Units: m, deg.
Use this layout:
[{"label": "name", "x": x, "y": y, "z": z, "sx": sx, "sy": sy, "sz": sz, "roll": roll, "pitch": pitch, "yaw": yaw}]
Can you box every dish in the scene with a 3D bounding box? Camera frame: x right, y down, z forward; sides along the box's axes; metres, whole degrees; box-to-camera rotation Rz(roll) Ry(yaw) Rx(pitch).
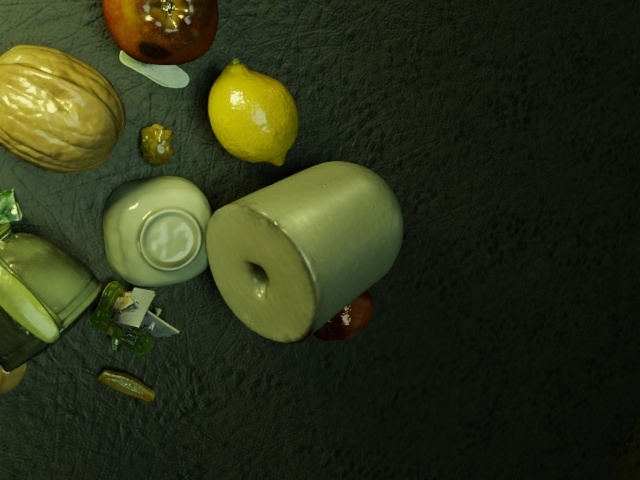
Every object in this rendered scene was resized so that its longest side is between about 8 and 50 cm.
[{"label": "dish", "x": -0.328, "y": -0.011, "z": 1.479, "sx": 0.256, "sy": 0.117, "sz": 0.256, "roll": -6, "pitch": 104, "yaw": -25}]

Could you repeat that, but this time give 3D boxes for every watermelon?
[{"label": "watermelon", "x": -0.601, "y": -0.052, "z": 1.370, "sx": 0.085, "sy": 0.085, "sz": 0.061, "roll": -59, "pitch": 153, "yaw": -4}]

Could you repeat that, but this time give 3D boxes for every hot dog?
[{"label": "hot dog", "x": -0.423, "y": 0.317, "z": 1.552, "sx": 0.137, "sy": 0.028, "sz": 0.044, "roll": 32, "pitch": 112, "yaw": -26}]

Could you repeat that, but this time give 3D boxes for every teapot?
[{"label": "teapot", "x": -0.569, "y": 0.103, "z": 1.281, "sx": 0.239, "sy": 0.321, "sz": 0.239, "roll": -37, "pitch": 107, "yaw": 11}]

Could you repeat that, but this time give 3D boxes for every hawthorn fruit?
[{"label": "hawthorn fruit", "x": 0.055, "y": 0.159, "z": 1.696, "sx": 0.194, "sy": 0.157, "sz": 0.157, "roll": -8, "pitch": 105, "yaw": -46}]

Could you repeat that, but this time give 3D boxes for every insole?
[{"label": "insole", "x": -0.343, "y": -0.357, "z": 1.462, "sx": 0.152, "sy": 0.002, "sz": 0.053, "roll": 23, "pitch": 90, "yaw": -29}]

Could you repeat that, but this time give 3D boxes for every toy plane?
[{"label": "toy plane", "x": -0.432, "y": 0.179, "z": 1.507, "sx": 0.102, "sy": 0.040, "sz": 0.111, "roll": 17, "pitch": 74, "yaw": -27}]

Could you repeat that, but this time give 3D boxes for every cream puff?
[{"label": "cream puff", "x": -0.338, "y": -0.199, "z": 1.466, "sx": 0.083, "sy": 0.058, "sz": 0.083, "roll": 38, "pitch": 84, "yaw": -26}]

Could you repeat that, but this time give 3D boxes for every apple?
[{"label": "apple", "x": -0.301, "y": -0.448, "z": 1.346, "sx": 0.230, "sy": 0.230, "sz": 0.230, "roll": -6, "pitch": 103, "yaw": -26}]

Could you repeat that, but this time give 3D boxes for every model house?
[{"label": "model house", "x": -0.377, "y": 0.165, "z": 1.473, "sx": 0.167, "sy": 0.088, "sz": 0.117, "roll": 47, "pitch": 53, "yaw": -36}]

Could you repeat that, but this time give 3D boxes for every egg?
[{"label": "egg", "x": -0.632, "y": 0.262, "z": 1.406, "sx": 0.080, "sy": 0.080, "sz": 0.096, "roll": 19, "pitch": 90, "yaw": -29}]

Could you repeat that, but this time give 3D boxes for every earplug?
[{"label": "earplug", "x": 0.000, "y": 0.000, "z": 1.513, "sx": 0.394, "sy": 0.312, "sz": 0.313, "roll": -30, "pitch": 114, "yaw": -41}]

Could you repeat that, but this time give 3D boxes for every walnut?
[{"label": "walnut", "x": -0.493, "y": -0.240, "z": 1.296, "sx": 0.261, "sy": 0.225, "sz": 0.225, "roll": 26, "pitch": 89, "yaw": -24}]

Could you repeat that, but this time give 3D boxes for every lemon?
[{"label": "lemon", "x": -0.141, "y": -0.263, "z": 1.482, "sx": 0.187, "sy": 0.187, "sz": 0.244, "roll": -37, "pitch": 115, "yaw": -15}]
